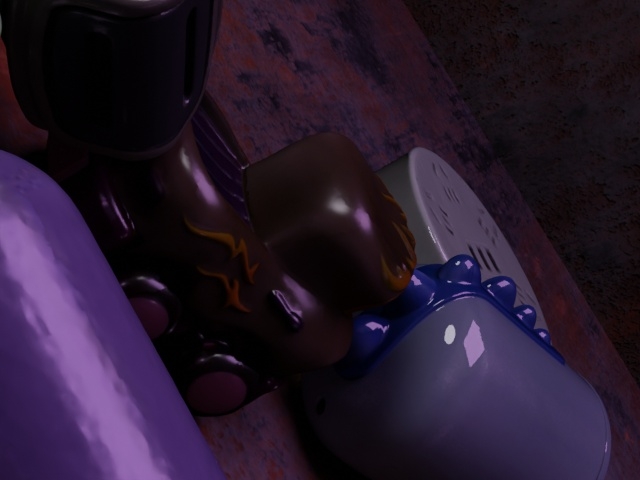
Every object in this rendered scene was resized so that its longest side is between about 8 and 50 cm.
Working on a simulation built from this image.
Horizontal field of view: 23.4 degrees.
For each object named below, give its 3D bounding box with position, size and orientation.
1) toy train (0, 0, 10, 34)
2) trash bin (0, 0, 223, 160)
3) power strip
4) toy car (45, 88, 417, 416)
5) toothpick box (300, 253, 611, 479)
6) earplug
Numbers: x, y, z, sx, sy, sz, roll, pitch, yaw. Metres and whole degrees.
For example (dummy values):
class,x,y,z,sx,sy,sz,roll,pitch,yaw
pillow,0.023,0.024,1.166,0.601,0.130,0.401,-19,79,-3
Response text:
class,x,y,z,sx,sy,sz,roll,pitch,yaw
toy train,-0.354,-0.174,1.101,0.271,0.159,0.188,56,29,-8
trash bin,-0.193,-0.223,1.266,0.290,0.182,0.209,57,-24,31
power strip,0.142,0.049,1.967,0.357,0.161,0.357,49,21,-26
toy car,-0.074,-0.017,1.412,0.340,0.240,0.271,47,20,-38
toothpick box,0.138,0.159,1.647,0.355,0.263,0.263,39,27,-41
earplug,-0.160,0.155,0.936,0.455,0.215,0.215,64,19,4
